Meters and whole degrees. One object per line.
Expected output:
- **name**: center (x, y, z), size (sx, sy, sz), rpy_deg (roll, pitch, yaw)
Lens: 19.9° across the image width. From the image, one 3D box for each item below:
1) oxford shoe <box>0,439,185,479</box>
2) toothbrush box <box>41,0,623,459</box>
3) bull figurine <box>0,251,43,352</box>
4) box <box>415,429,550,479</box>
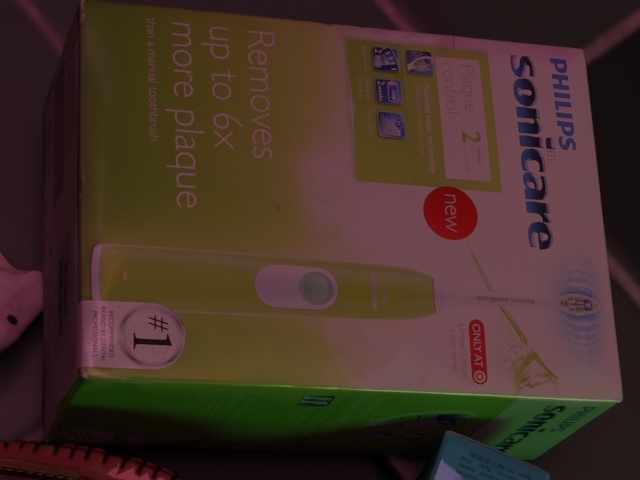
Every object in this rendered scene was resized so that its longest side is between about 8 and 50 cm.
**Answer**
- **oxford shoe**: center (-0.160, 0.164, 0.914), size (0.348, 0.123, 0.130), rpy_deg (11, 73, 6)
- **toothbrush box**: center (0.000, 0.000, 0.972), size (0.283, 0.122, 0.206), rpy_deg (5, 67, -17)
- **bull figurine**: center (-0.293, -0.027, 0.973), size (0.310, 0.101, 0.188), rpy_deg (6, 64, -8)
- **box**: center (0.041, 0.227, 0.918), size (0.060, 0.100, 0.244), rpy_deg (22, 67, 3)
